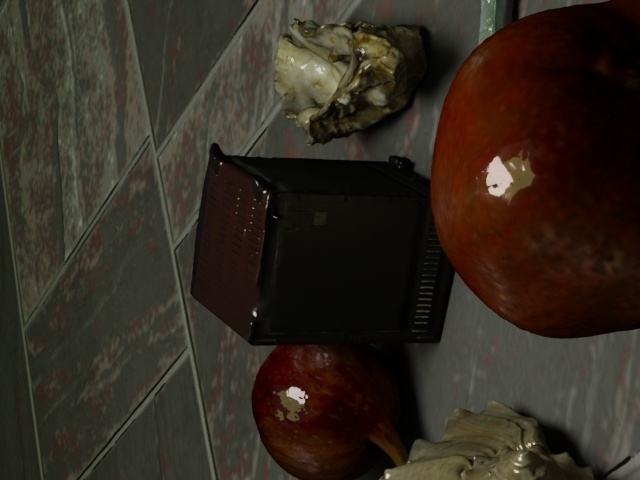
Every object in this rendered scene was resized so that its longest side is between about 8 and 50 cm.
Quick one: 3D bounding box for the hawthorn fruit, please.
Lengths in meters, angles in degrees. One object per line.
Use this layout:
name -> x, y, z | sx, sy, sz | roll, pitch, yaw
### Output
hawthorn fruit -> 0.220, -0.055, 1.342 | 0.311, 0.295, 0.295 | -21, 68, 49

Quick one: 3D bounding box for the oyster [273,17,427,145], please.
oyster -> 0.033, -0.189, 1.883 | 0.341, 0.110, 0.166 | -18, 65, 62

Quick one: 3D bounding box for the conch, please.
conch -> 0.130, 0.299, 1.559 | 0.297, 0.210, 0.352 | -98, 30, -50

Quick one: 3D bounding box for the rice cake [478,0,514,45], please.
rice cake -> 0.182, -0.238, 1.693 | 0.033, 0.033, 0.207 | 2, 87, 51

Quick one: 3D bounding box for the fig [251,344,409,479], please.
fig -> 0.030, 0.191, 1.804 | 0.207, 0.175, 0.175 | 17, 101, 46

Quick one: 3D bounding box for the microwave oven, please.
microwave oven -> 0.000, 0.002, 1.778 | 0.188, 0.247, 0.178 | 38, 122, 58
